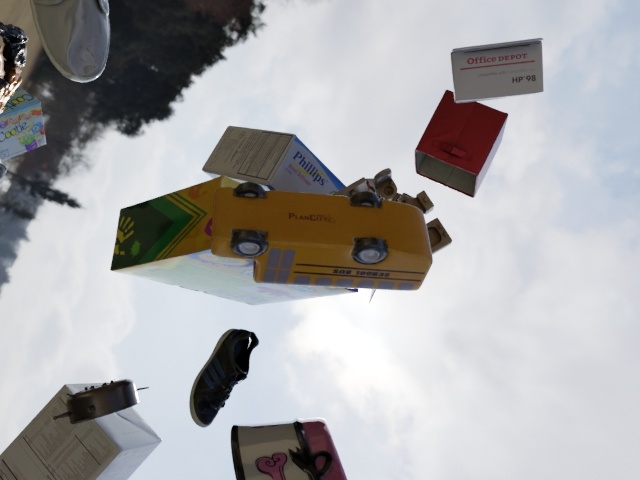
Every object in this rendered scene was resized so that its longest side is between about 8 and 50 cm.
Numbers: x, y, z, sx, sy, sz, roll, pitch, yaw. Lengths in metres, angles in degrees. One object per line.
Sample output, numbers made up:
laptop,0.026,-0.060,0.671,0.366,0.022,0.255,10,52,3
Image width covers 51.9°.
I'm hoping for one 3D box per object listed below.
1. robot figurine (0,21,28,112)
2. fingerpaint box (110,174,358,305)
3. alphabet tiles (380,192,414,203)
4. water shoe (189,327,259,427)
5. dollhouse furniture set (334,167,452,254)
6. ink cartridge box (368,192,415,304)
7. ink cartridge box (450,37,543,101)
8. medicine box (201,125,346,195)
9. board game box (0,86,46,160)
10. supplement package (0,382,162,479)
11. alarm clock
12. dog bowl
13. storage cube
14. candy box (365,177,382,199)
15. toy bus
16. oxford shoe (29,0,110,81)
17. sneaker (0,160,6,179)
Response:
robot figurine,-0.515,-0.240,0.932,0.211,0.085,0.291,-59,-173,-4
fingerpaint box,-0.185,0.021,1.526,0.371,0.445,0.163,-11,-112,41
alphabet tiles,0.104,-0.023,1.379,0.198,0.009,0.237,-49,-165,1
water shoe,-0.185,0.260,1.264,0.080,0.073,0.203,-7,-126,43
dollhouse furniture set,0.126,-0.036,1.109,0.144,0.151,0.123,-30,166,-1
ink cartridge box,0.148,0.013,1.479,0.208,0.045,0.206,-64,180,22
ink cartridge box,0.214,-0.205,0.812,0.180,0.104,0.060,-42,127,-74
medicine box,-0.112,-0.155,1.714,0.289,0.263,0.149,17,-107,46
board game box,-0.908,-0.363,1.819,0.144,0.275,0.142,-35,150,-39
supplement package,-0.535,0.474,1.438,0.262,0.198,0.199,-48,164,0
alarm clock,-0.412,0.306,1.288,0.129,0.192,0.064,-19,-99,29
dog bowl,-0.005,0.461,1.022,0.150,0.408,0.408,-19,-153,-5
storage cube,0.380,-0.260,1.793,0.193,0.184,0.215,-62,165,-8
candy box,0.199,-0.078,2.115,0.233,0.071,0.159,-125,-144,-49
toy bus,0.000,0.000,1.013,0.130,0.333,0.108,106,-16,-52
oxford shoe,-0.539,-0.580,1.443,0.130,0.169,0.449,10,-79,53
sneaker,-0.755,-0.157,1.218,0.410,0.158,0.182,-12,-107,18
